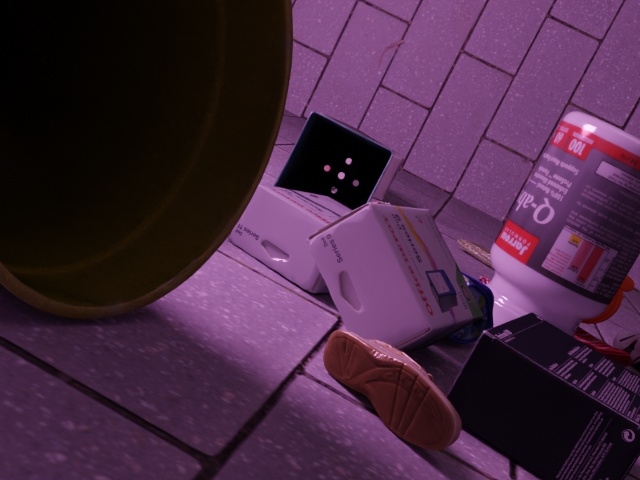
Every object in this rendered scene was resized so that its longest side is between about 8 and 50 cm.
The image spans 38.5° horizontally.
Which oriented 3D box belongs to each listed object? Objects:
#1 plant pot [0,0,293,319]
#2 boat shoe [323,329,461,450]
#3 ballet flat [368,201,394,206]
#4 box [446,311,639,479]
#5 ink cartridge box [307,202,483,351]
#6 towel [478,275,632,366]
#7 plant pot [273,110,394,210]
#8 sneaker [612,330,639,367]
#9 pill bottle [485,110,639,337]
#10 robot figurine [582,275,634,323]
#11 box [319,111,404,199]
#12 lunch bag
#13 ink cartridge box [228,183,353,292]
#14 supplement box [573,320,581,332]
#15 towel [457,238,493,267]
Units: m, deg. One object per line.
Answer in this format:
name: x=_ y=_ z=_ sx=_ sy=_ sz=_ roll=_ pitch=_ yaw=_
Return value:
plant pot: x=-0.270 y=-0.163 z=0.776 sx=0.353 sy=0.366 sz=0.366 roll=19 pitch=6 yaw=29
boat shoe: x=0.075 y=0.132 z=0.840 sx=0.059 sy=0.063 sz=0.170 roll=9 pitch=19 yaw=-42
ballet flat: x=0.130 y=-0.012 z=1.655 sx=0.077 sy=0.091 sz=0.241 roll=14 pitch=-8 yaw=43
box: x=0.261 y=0.172 z=0.995 sx=0.184 sy=0.103 sz=0.261 roll=34 pitch=13 yaw=20
ink cartridge box: x=0.091 y=0.046 z=1.053 sx=0.212 sy=0.093 sz=0.154 roll=1 pitch=61 yaw=-64
towel: x=0.438 y=0.152 z=1.723 sx=0.199 sy=0.031 sz=0.275 roll=17 pitch=14 yaw=-47
plant pot: x=0.033 y=-0.125 z=1.727 sx=0.165 sy=0.165 sz=0.234 roll=28 pitch=5 yaw=4
sneaker: x=0.657 y=0.184 z=1.758 sx=0.094 sy=0.153 sz=0.235 roll=28 pitch=11 yaw=-2
pill bottle: x=0.403 y=-0.005 z=1.472 sx=0.210 sy=0.363 sz=0.210 roll=26 pitch=10 yaw=-5
robot figurine: x=0.491 y=0.089 z=1.726 sx=0.219 sy=0.158 sz=0.128 roll=20 pitch=26 yaw=-47
box: x=0.077 y=-0.218 z=2.347 sx=0.148 sy=0.127 sz=0.232 roll=20 pitch=13 yaw=-36
lunch bag: x=0.163 y=0.079 z=1.252 sx=0.129 sy=0.096 sz=0.151 roll=31 pitch=-3 yaw=33
ink cartridge box: x=0.000 y=0.000 z=1.225 sx=0.153 sy=0.087 sz=0.208 roll=31 pitch=12 yaw=25
supplement box: x=0.396 y=0.138 z=1.596 sx=0.098 sy=0.062 sz=0.036 roll=36 pitch=12 yaw=38
towel: x=0.398 y=0.041 z=2.162 sx=0.148 sy=0.027 sz=0.110 roll=33 pitch=11 yaw=34
